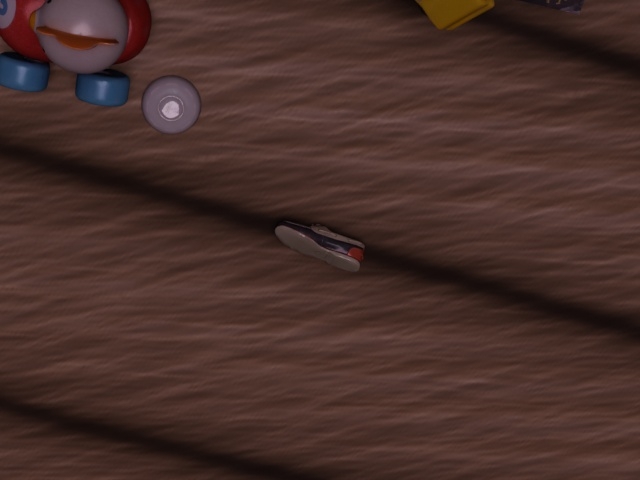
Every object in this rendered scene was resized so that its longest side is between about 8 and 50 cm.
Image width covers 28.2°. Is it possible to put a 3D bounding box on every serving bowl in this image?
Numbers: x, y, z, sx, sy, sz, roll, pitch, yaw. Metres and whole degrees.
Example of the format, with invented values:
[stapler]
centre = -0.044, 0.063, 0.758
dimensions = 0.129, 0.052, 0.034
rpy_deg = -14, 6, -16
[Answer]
[serving bowl]
centre = -0.207, -0.186, 1.768
dimensions = 0.083, 0.027, 0.083
rpy_deg = -2, 108, -6

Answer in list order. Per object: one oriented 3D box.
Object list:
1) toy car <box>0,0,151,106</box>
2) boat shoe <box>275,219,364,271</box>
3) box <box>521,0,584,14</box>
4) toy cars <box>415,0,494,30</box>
[toy car]
centre = -0.323, -0.278, 1.619
dimensions = 0.210, 0.238, 0.219
rpy_deg = 10, 105, -9
[boat shoe]
centre = 0.000, 0.000, 1.840
dimensions = 0.137, 0.049, 0.043
rpy_deg = 23, 61, -9
[box]
centre = 0.271, -0.476, 1.679
dimensions = 0.242, 0.076, 0.307
rpy_deg = 10, 114, -10
[toy cars]
centre = 0.145, -0.447, 1.566
dimensions = 0.176, 0.087, 0.394
rpy_deg = 22, 122, 27
